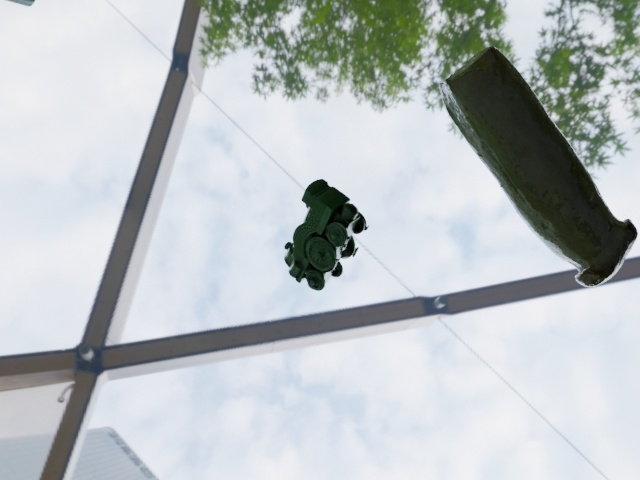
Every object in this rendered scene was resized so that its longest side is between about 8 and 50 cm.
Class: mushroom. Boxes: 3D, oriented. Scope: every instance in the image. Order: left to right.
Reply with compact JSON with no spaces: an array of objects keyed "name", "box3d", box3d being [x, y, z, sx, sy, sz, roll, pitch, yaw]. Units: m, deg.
[{"name":"mushroom","box3d":[0.256,-0.080,0.705,0.100,0.081,0.312,-45,-80,-23]}]

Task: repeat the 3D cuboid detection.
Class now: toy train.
[{"name":"toy train","box3d":[0.000,0.000,0.934,0.104,0.178,0.071,38,-138,15]}]

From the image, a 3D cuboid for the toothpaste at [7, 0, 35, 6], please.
[{"name":"toothpaste","box3d":[-0.283,-0.192,0.372,0.205,0.036,0.056,2,-113,-48]}]
